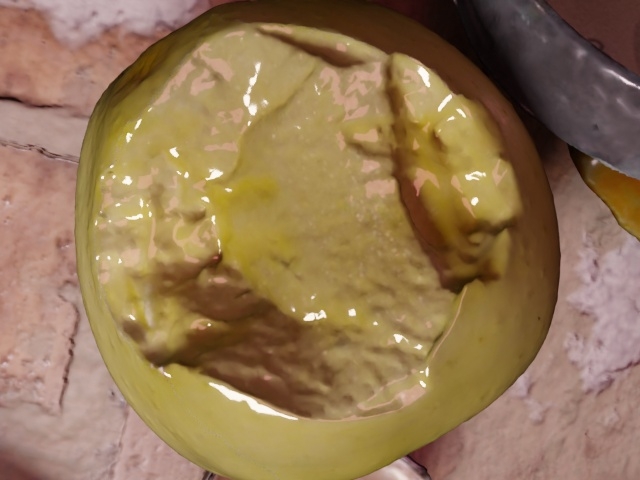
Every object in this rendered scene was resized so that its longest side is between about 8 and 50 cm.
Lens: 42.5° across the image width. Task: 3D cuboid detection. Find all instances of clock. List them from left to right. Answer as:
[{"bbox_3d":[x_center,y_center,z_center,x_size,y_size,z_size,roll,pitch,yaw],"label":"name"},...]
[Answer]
[{"bbox_3d":[0.218,-0.148,0.473,0.281,0.055,0.280,4,58,-6],"label":"clock"}]

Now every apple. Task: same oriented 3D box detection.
[{"bbox_3d":[0.000,0.000,0.475,0.279,0.279,0.279,-1,95,-15],"label":"apple"}]

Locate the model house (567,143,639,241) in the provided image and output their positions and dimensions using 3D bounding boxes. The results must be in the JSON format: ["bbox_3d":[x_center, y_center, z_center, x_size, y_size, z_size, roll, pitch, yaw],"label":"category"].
[{"bbox_3d":[0.285,-0.113,0.601,0.239,0.173,0.268,7,62,-3],"label":"model house"}]

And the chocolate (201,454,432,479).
[{"bbox_3d":[-0.044,0.245,0.567,0.161,0.083,0.261,30,77,-16],"label":"chocolate"}]
